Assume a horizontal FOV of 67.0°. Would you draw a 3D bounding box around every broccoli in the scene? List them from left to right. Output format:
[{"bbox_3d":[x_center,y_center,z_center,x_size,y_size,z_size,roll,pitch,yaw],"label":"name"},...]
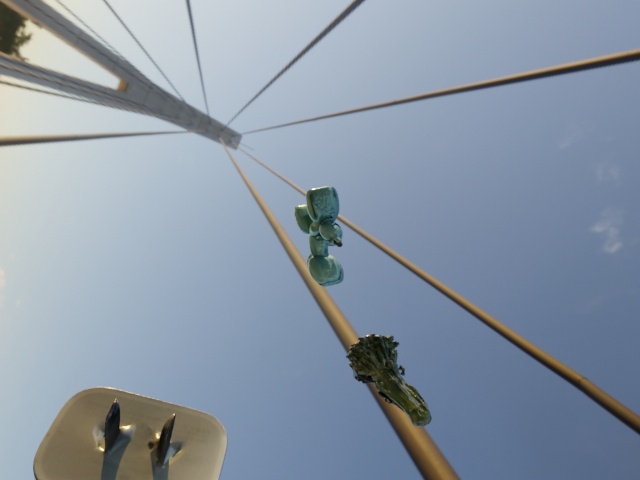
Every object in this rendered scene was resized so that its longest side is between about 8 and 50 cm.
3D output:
[{"bbox_3d":[0.201,0.386,1.335,0.304,0.164,0.146,49,-32,48],"label":"broccoli"}]

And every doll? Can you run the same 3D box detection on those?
[{"bbox_3d":[0.000,0.000,0.836,0.159,0.059,0.159,129,-51,-63],"label":"doll"}]

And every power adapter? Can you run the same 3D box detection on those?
[{"bbox_3d":[-0.211,0.264,0.549,0.124,0.186,0.255,-83,-169,-53],"label":"power adapter"}]
